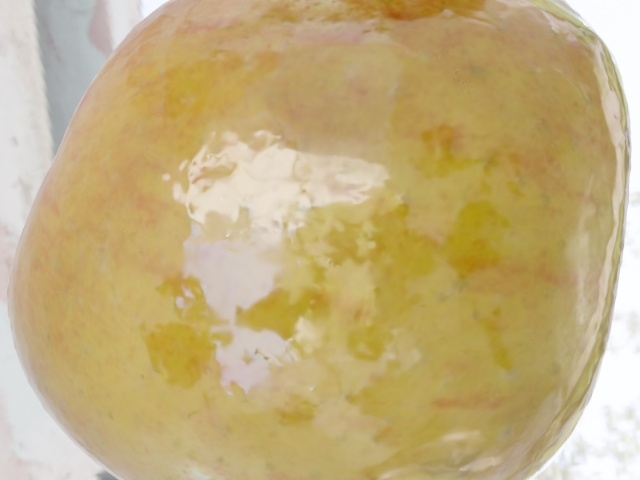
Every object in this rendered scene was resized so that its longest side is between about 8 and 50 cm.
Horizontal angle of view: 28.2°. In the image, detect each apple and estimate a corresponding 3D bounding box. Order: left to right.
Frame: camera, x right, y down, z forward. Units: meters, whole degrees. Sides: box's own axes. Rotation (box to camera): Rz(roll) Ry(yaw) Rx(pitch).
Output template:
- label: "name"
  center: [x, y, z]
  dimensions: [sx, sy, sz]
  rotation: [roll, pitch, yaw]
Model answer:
- label: "apple"
  center: [0.000, 0.000, 0.630]
  dimensions: [0.299, 0.275, 0.299]
  rotation: [12, -90, -85]
